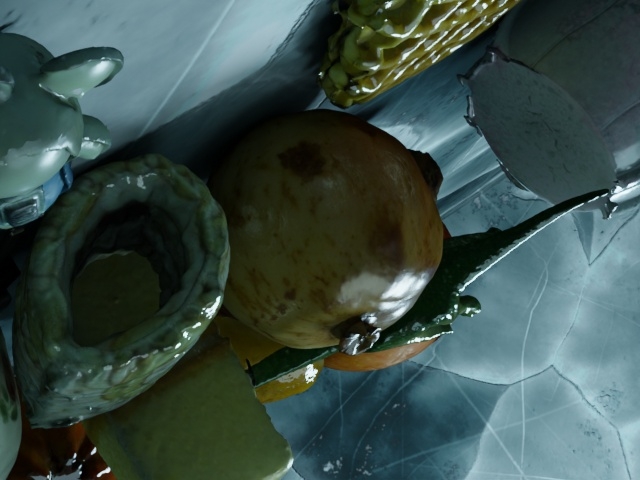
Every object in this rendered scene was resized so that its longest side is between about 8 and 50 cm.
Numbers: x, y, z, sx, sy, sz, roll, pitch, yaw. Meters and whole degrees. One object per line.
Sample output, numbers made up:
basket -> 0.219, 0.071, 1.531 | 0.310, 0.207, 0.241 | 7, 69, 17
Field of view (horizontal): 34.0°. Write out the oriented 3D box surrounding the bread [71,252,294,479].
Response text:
bread -> -0.154, 0.128, 0.889 | 0.178, 0.266, 0.142 | -37, 169, 6

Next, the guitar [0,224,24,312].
guitar -> -0.238, 0.019, 0.728 | 0.088, 0.025, 0.233 | -27, 169, -40

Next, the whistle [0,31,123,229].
whistle -> -0.155, -0.045, 0.510 | 0.114, 0.077, 0.236 | -23, 176, -16

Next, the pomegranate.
pomegranate -> 0.006, -0.004, 0.906 | 0.215, 0.215, 0.215 | -34, 173, -5

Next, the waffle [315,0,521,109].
waffle -> 0.103, -0.187, 0.822 | 0.254, 0.052, 0.245 | -34, 174, -9

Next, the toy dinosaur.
toy dinosaur -> 0.045, 0.063, 1.000 | 0.447, 0.087, 0.301 | -40, 158, 33

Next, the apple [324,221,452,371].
apple -> 0.055, 0.054, 1.422 | 0.206, 0.251, 0.272 | -17, -178, -37

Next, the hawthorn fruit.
hawthorn fruit -> -0.359, 0.272, 1.206 | 0.261, 0.224, 0.224 | -12, -169, 46

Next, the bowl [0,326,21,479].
bowl -> -0.333, 0.173, 0.747 | 0.277, 0.145, 0.277 | -29, 171, -5

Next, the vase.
vase -> 0.371, -0.225, 1.072 | 0.445, 0.250, 0.250 | -39, 175, -17

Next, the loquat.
loquat -> -0.086, 0.108, 1.285 | 0.234, 0.187, 0.176 | 1, 174, -2

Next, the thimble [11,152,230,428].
thimble -> -0.151, 0.042, 0.752 | 0.190, 0.137, 0.143 | -57, -174, -28

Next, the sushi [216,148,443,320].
sushi -> 0.004, -0.001, 1.155 | 0.296, 0.167, 0.179 | -53, -178, -8
